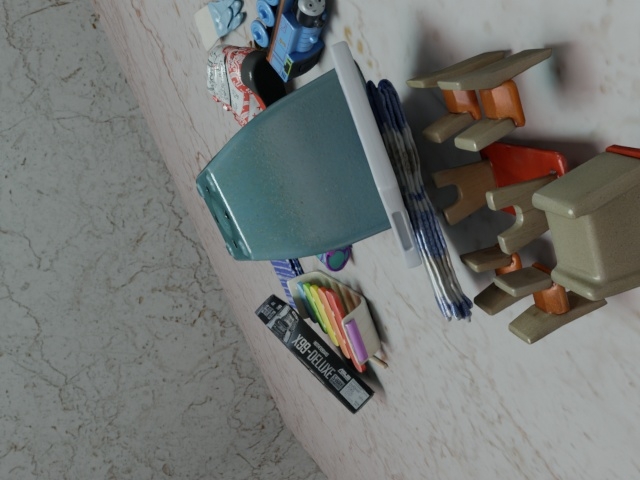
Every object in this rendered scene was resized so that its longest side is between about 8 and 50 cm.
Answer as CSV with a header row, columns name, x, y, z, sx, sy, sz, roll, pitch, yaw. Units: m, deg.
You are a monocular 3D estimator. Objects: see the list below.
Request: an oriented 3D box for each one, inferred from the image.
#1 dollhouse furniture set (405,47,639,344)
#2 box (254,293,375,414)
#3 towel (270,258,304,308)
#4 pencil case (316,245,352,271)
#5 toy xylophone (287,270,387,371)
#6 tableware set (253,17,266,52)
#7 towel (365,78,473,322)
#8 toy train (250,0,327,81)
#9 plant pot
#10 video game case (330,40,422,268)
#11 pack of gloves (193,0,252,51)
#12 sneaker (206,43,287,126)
name,x,y,z,sx,sy,sz,roll,pitch,yaw
dollhouse furniture set,0.215,-0.043,0.551,0.259,0.135,0.262,-134,21,-70
box,-0.023,0.275,1.514,0.307,0.076,0.242,47,171,-9
towel,-0.114,0.055,1.684,0.336,0.040,0.243,65,163,-10
pencil case,0.000,0.000,1.244,0.151,0.064,0.070,42,169,46
toy xylophone,0.043,0.187,1.370,0.236,0.081,0.322,66,162,-14
tableware set,-0.078,-0.328,1.048,0.154,0.024,0.104,37,150,52
towel,0.119,-0.043,0.744,0.209,0.034,0.285,14,-123,-82
toy train,-0.040,-0.319,0.882,0.105,0.080,0.184,51,159,5
plant pot,-0.044,-0.087,0.937,0.248,0.252,0.247,64,162,-7
video game case,0.064,-0.091,0.685,0.183,0.023,0.201,59,-166,-58
pack of gloves,-0.171,-0.393,1.216,0.232,0.046,0.195,5,115,62
sneaker,-0.123,-0.238,1.131,0.145,0.090,0.270,26,147,35
